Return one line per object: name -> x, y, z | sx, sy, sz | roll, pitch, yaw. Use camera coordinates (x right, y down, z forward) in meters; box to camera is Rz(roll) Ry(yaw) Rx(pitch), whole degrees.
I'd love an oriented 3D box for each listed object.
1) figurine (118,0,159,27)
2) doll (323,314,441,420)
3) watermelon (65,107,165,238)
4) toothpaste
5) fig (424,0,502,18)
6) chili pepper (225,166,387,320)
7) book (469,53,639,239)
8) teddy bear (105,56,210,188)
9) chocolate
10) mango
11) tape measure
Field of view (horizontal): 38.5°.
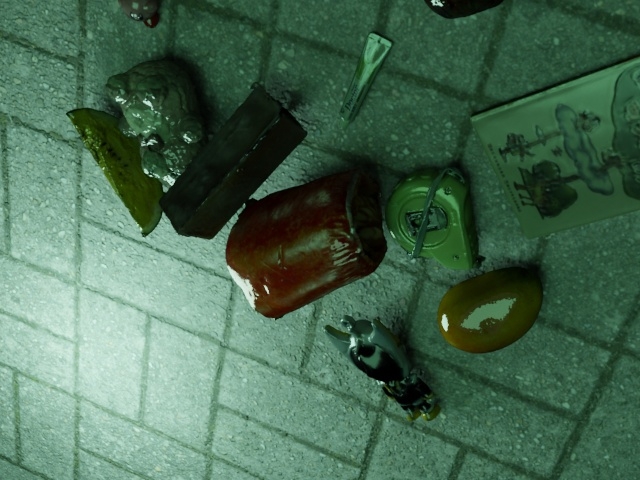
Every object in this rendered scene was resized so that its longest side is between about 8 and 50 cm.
figurine -> -0.343, -0.448, 1.731 | 0.083, 0.071, 0.067 | 19, 85, 4
doll -> 0.143, 0.266, 1.934 | 0.316, 0.103, 0.145 | 53, 165, -22
watermelon -> -0.418, -0.150, 1.916 | 0.123, 0.129, 0.301 | -22, 103, 32
toothpaste -> 0.074, -0.285, 1.665 | 0.048, 0.029, 0.197 | 29, 125, 6
fig -> 0.217, -0.473, 1.424 | 0.149, 0.149, 0.245 | -4, 105, 27
chili pepper -> 0.000, 0.000, 1.732 | 0.305, 0.251, 0.229 | -17, 112, 35
book -> 0.469, -0.157, 1.553 | 0.371, 0.043, 0.260 | -18, 111, 33
teddy bear -> -0.308, -0.223, 1.808 | 0.236, 0.151, 0.267 | 14, 124, 36
chocolate -> -0.160, -0.141, 1.744 | 0.321, 0.112, 0.112 | -48, 54, 15
mango -> 0.329, 0.135, 1.756 | 0.221, 0.120, 0.151 | -23, 107, 26
tape measure -> 0.208, -0.044, 1.705 | 0.175, 0.106, 0.200 | 0, 118, 22
